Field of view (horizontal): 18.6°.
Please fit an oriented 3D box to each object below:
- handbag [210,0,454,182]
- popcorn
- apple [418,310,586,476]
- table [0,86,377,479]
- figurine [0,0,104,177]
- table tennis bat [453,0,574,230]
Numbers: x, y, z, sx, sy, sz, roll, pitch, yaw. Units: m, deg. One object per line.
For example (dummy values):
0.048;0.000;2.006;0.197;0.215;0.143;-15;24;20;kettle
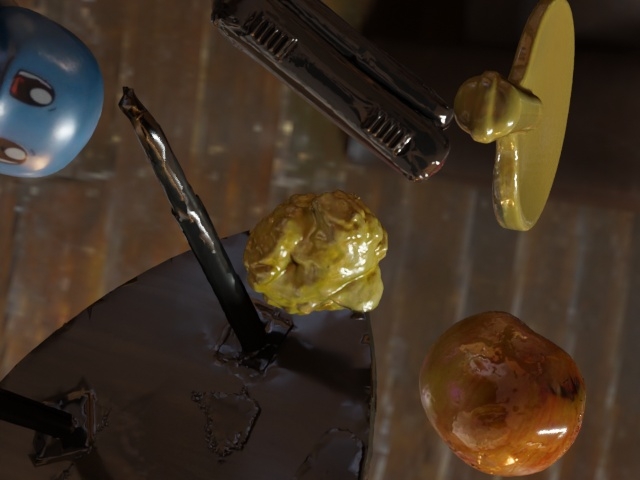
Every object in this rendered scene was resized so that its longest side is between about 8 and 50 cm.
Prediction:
0.012;-0.173;1.918;0.275;0.244;0.088;36;95;-8;handbag
0.000;0.000;1.097;0.084;0.084;0.084;-10;105;-45;popcorn
0.160;0.129;1.676;0.146;0.146;0.146;-10;105;-45;apple
-0.127;0.068;1.177;0.317;0.317;0.249;-65;148;-15;table
-0.396;-0.185;1.712;0.298;0.416;0.243;-62;160;18;figurine
0.165;-0.104;1.576;0.321;0.050;0.198;-7;108;-72;table tennis bat
